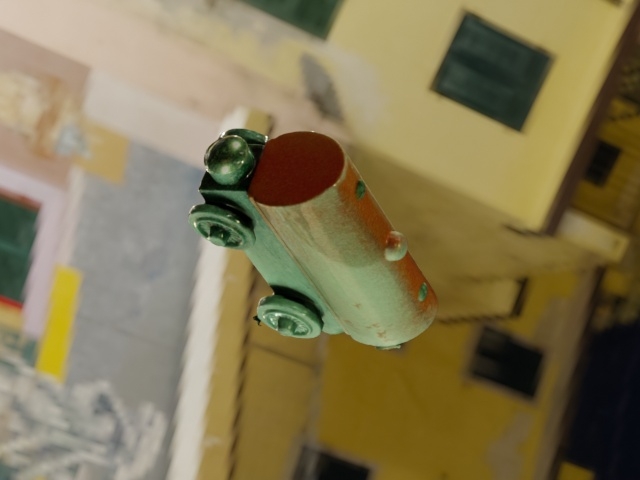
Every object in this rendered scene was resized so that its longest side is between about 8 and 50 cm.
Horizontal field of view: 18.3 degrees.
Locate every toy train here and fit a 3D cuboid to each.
[{"bbox_3d":[0.000,0.000,1.814,0.177,0.285,0.116,4,-123,29],"label":"toy train"}]
